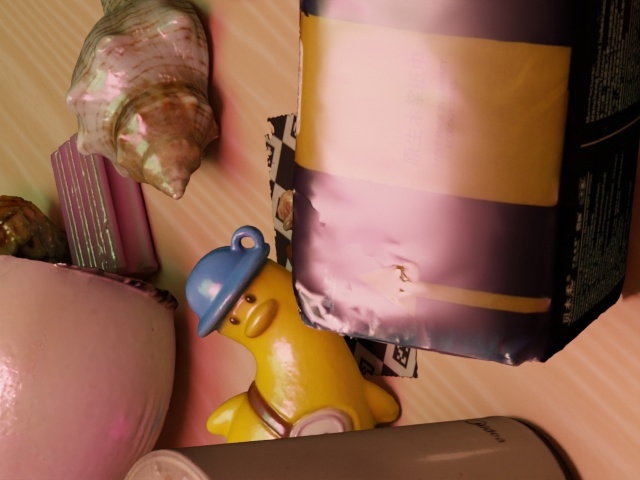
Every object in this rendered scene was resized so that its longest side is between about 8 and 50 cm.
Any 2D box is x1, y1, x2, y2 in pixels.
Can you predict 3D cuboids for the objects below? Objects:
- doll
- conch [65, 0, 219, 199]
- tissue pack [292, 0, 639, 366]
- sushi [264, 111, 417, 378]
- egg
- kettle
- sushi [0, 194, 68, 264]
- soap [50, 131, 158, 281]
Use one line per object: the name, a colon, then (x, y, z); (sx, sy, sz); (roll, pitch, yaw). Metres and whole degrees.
doll: (-0.026, 0.156, 1.872); (0.145, 0.199, 0.363); (-76, -29, -78)
conch: (-0.216, -0.199, 2.115); (0.203, 0.170, 0.386); (-37, 63, 23)
tissue pack: (0.129, -0.132, 1.472); (0.253, 0.264, 0.416); (8, 108, 23)
sushi: (0.000, 0.000, 1.916); (0.264, 0.050, 0.290); (-2, 92, 56)
egg: (-0.358, 0.209, 2.151); (0.354, 0.355, 0.339); (-11, 67, 56)
kettle: (0.063, 0.300, 1.570); (0.361, 0.377, 0.250); (26, 116, 52)
sushi: (-0.446, 0.063, 2.406); (0.139, 0.274, 0.184); (14, 134, 46)
soap: (-0.275, -0.036, 2.303); (0.122, 0.065, 0.203); (-31, 69, 53)
